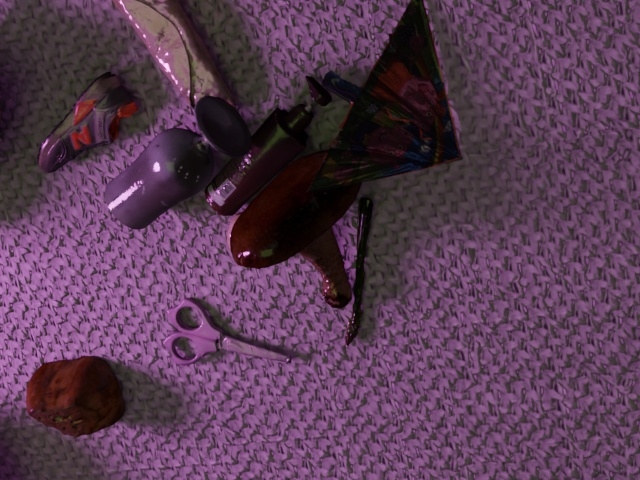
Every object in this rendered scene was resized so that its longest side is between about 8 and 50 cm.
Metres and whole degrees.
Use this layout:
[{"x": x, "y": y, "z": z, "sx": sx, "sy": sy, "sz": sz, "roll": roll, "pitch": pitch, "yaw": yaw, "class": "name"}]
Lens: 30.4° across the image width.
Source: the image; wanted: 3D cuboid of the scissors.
[{"x": -0.142, "y": 0.158, "z": 1.816, "sx": 0.212, "sy": 0.021, "sz": 0.110, "roll": 12, "pitch": 106, "yaw": 13, "class": "scissors"}]

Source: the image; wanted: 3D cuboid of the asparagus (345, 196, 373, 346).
[{"x": 0.056, "y": 0.048, "z": 1.723, "sx": 0.023, "sy": 0.022, "sz": 0.232, "roll": 6, "pitch": 107, "yaw": 0, "class": "asparagus"}]

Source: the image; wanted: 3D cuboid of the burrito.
[{"x": -0.217, "y": -0.292, "z": 1.684, "sx": 0.082, "sy": 0.059, "sz": 0.275, "roll": -30, "pitch": 96, "yaw": 18, "class": "burrito"}]

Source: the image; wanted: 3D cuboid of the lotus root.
[{"x": -0.385, "y": 0.244, "z": 1.872, "sx": 0.159, "sy": 0.135, "sz": 0.095, "roll": 28, "pitch": 111, "yaw": -7, "class": "lotus root"}]

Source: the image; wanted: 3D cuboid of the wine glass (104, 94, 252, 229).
[{"x": -0.212, "y": -0.107, "z": 1.698, "sx": 0.231, "sy": 0.103, "sz": 0.103, "roll": -33, "pitch": 95, "yaw": 34, "class": "wine glass"}]

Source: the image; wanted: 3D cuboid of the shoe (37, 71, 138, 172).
[{"x": -0.348, "y": -0.161, "z": 1.760, "sx": 0.077, "sy": 0.074, "sz": 0.194, "roll": 42, "pitch": 111, "yaw": -4, "class": "shoe"}]

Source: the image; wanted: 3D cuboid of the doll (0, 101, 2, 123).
[{"x": -0.622, "y": -0.138, "z": 1.780, "sx": 0.370, "sy": 0.226, "sz": 0.215, "roll": -43, "pitch": 60, "yaw": 14, "class": "doll"}]

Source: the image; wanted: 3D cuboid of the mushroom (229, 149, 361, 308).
[{"x": 0.000, "y": 0.000, "z": 1.679, "sx": 0.227, "sy": 0.148, "sz": 0.217, "roll": -41, "pitch": 124, "yaw": -6, "class": "mushroom"}]

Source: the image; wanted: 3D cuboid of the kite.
[{"x": 0.107, "y": -0.173, "z": 1.598, "sx": 0.234, "sy": 0.016, "sz": 0.321, "roll": 30, "pitch": 88, "yaw": -18, "class": "kite"}]

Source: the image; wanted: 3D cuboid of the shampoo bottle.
[{"x": -0.073, "y": -0.133, "z": 1.686, "sx": 0.068, "sy": 0.067, "sz": 0.236, "roll": 43, "pitch": 113, "yaw": -10, "class": "shampoo bottle"}]

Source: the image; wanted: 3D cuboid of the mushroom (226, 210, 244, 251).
[{"x": -0.099, "y": -0.005, "z": 1.729, "sx": 0.084, "sy": 0.067, "sz": 0.083, "roll": 8, "pitch": 114, "yaw": 19, "class": "mushroom"}]
